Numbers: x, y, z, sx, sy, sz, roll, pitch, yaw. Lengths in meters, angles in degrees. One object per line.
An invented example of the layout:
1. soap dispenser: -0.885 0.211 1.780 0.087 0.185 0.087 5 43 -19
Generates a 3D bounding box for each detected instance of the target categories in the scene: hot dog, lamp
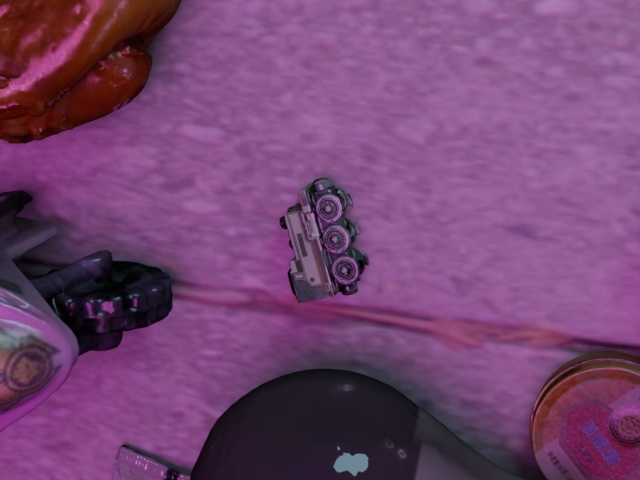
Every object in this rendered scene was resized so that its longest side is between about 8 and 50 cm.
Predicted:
1. hot dog: -0.219 -0.142 0.803 0.256 0.150 0.153 9 96 10
2. lamp: 0.063 0.194 0.786 0.313 0.182 0.182 18 107 19

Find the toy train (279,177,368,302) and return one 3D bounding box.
1. toy train: 0.000 0.000 0.845 0.053 0.033 0.083 -13 100 19

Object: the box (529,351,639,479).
1. box: 0.195 0.128 0.830 0.105 0.037 0.106 3 104 11

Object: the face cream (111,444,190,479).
1. face cream: -0.148 0.283 0.938 0.092 0.058 0.244 21 101 13

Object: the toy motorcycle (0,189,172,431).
1. toy motorcycle: -0.272 0.050 0.836 0.327 0.188 0.143 2 110 12
